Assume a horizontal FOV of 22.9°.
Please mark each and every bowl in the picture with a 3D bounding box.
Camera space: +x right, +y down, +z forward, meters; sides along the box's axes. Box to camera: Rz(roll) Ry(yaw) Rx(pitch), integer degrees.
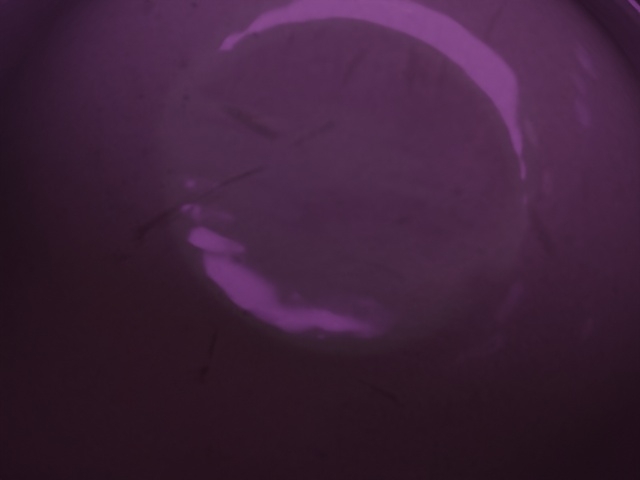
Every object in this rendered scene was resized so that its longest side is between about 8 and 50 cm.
[{"bbox_3d":[0.000,0.000,0.597,0.307,0.163,0.307,1,110,2],"label":"bowl"}]

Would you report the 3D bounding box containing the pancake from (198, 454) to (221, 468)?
[{"bbox_3d":[-0.040,0.149,0.842,0.356,0.065,0.356,25,174,3],"label":"pancake"}]
